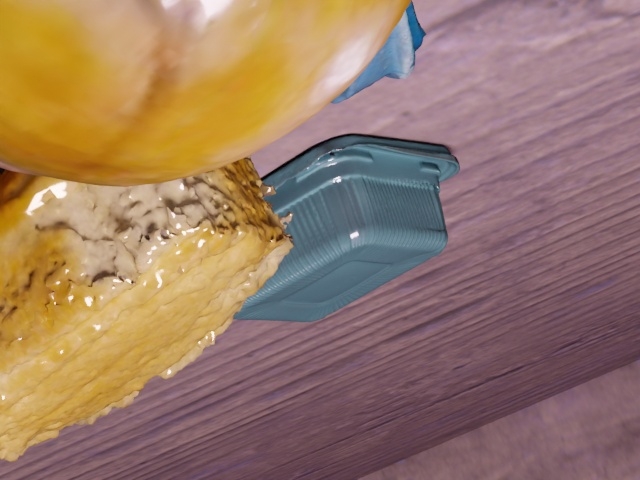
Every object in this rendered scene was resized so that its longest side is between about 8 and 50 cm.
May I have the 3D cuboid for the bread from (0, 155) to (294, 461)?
[{"bbox_3d":[-0.136,0.021,0.938,0.245,0.121,0.174,-34,157,17],"label":"bread"}]

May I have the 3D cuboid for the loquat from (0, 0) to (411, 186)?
[{"bbox_3d":[-0.062,-0.105,0.519,0.179,0.179,0.227,-12,169,-32],"label":"loquat"}]

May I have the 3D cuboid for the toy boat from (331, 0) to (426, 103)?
[{"bbox_3d":[0.004,-0.125,0.719,0.098,0.109,0.238,-54,168,-9],"label":"toy boat"}]

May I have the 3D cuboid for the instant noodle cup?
[{"bbox_3d":[0.000,0.000,1.172,0.179,0.070,0.157,-30,161,31],"label":"instant noodle cup"}]
